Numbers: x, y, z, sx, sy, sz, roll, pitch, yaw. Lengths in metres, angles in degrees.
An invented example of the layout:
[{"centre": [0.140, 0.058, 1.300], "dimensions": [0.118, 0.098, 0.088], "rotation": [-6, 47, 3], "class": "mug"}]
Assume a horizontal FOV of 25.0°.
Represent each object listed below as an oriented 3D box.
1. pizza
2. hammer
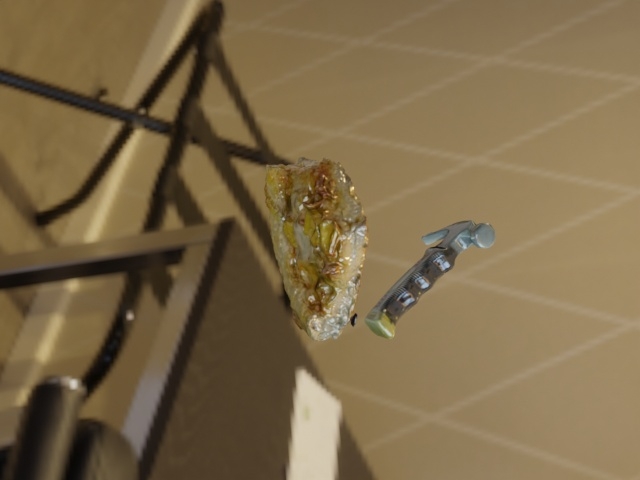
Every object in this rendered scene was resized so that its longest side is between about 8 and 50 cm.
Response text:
[{"centre": [0.000, 0.000, 1.340], "dimensions": [0.062, 0.161, 0.182], "rotation": [-3, 82, -29], "class": "pizza"}, {"centre": [0.153, 0.055, 2.169], "dimensions": [0.226, 0.158, 0.041], "rotation": [-46, 105, -17], "class": "hammer"}]
